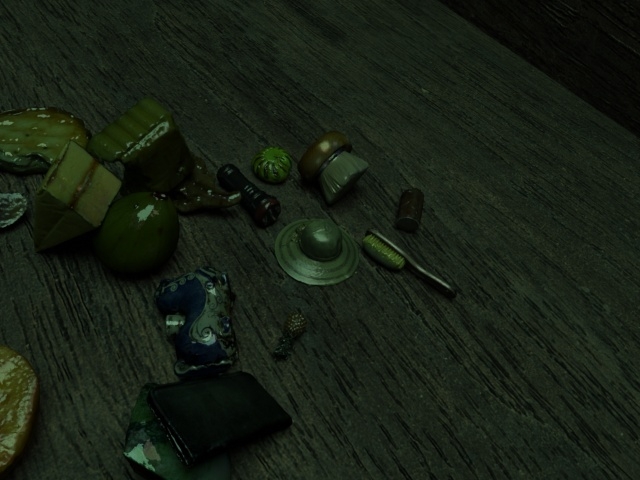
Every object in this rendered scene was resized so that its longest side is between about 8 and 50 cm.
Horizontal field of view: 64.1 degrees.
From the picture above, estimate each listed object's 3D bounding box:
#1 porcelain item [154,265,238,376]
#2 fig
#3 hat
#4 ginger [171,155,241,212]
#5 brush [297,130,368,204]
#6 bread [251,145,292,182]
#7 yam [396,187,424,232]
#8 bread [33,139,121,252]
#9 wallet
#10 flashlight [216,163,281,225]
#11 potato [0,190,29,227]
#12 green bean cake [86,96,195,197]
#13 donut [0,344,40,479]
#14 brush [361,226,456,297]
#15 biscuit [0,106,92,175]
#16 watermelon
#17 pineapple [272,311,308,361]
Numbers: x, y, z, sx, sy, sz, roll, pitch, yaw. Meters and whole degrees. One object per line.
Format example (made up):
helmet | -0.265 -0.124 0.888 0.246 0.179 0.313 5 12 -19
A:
porcelain item | -0.289 0.183 1.183 0.186 0.138 0.288 -9 51 -6
fig | -0.453 -0.034 1.271 0.203 0.225 0.203 25 30 -16
hat | 0.000 0.000 1.419 0.252 0.110 0.252 7 49 -8
ginger | -0.386 -0.171 1.497 0.166 0.080 0.333 -40 67 -16
brush | 0.058 -0.243 1.617 0.166 0.174 0.267 43 35 4
bread | -0.150 -0.246 1.619 0.130 0.071 0.139 28 50 16
yam | 0.280 -0.094 1.590 0.079 0.079 0.141 16 50 0
bread | -0.645 -0.098 1.231 0.264 0.163 0.167 -18 45 25
wallet | -0.194 0.336 1.009 0.172 0.045 0.318 43 13 24
flashlight | -0.216 -0.140 1.509 0.093 0.093 0.232 -29 56 -32
potato | -0.894 -0.072 1.303 0.261 0.100 0.120 3 87 -29
green bean cake | -0.463 -0.222 1.356 0.124 0.236 0.233 39 73 23
donut | -0.678 0.346 0.961 0.303 0.110 0.302 7 51 -9
brush | 0.243 0.079 1.450 0.313 0.072 0.067 36 75 13
biscuit | -0.823 -0.270 1.481 0.329 0.078 0.335 -31 63 -36
watermelon | -0.276 0.406 0.995 0.260 0.175 0.256 20 10 6
pineapple | -0.078 0.234 1.239 0.058 0.058 0.124 25 50 8
